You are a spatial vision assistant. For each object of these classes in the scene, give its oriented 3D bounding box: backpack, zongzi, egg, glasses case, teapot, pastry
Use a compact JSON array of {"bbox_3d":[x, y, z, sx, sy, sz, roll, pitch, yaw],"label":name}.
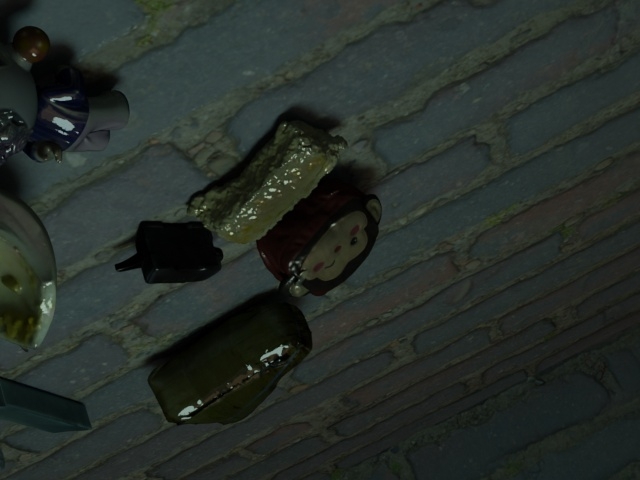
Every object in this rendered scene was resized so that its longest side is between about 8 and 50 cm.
[{"bbox_3d":[0.002,0.002,1.487,0.229,0.139,0.229,-31,146,-24],"label":"backpack"},{"bbox_3d":[-0.126,0.271,1.811,0.323,0.160,0.360,-29,151,11],"label":"zongzi"},{"bbox_3d":[-0.439,0.002,1.103,0.271,0.162,0.206,41,156,-30],"label":"egg"},{"bbox_3d":[-0.550,0.315,1.678,0.105,0.056,0.266,-7,157,19],"label":"glasses case"},{"bbox_3d":[-0.236,0.032,1.396,0.177,0.087,0.096,-1,148,-38],"label":"teapot"},{"bbox_3d":[-0.085,-0.082,1.324,0.258,0.089,0.121,-40,137,20],"label":"pastry"}]

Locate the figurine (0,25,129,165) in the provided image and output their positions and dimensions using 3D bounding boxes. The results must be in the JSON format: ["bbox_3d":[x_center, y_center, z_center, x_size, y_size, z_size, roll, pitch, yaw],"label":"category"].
[{"bbox_3d":[-0.341,-0.135,0.984,0.194,0.133,0.274,-29,163,8],"label":"figurine"}]

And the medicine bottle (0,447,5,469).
[{"bbox_3d":[-0.730,0.455,1.716,0.216,0.090,0.090,-21,152,-9],"label":"medicine bottle"}]
